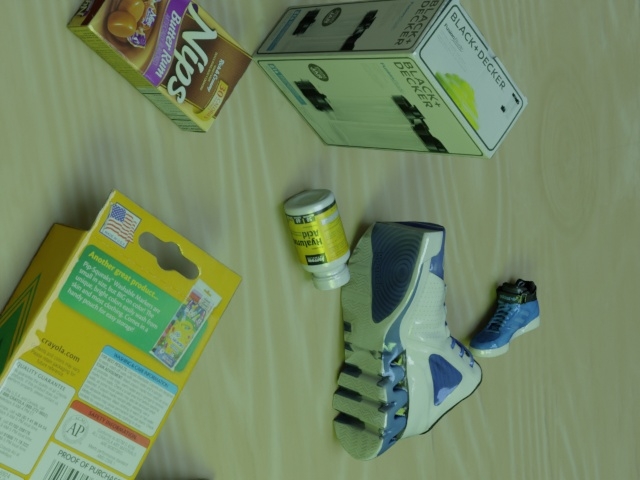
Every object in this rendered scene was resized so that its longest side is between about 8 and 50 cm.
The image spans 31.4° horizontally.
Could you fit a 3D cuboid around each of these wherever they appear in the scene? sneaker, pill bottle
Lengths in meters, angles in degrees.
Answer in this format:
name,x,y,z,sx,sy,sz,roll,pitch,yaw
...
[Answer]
name,x,y,z,sx,sy,sz,roll,pitch,yaw
sneaker,0.263,0.106,1.641,0.152,0.058,0.085,-25,117,-38
sneaker,0.125,0.127,1.508,0.182,0.127,0.316,0,104,-42
pill bottle,0.000,0.000,1.414,0.065,0.065,0.116,-30,114,-31

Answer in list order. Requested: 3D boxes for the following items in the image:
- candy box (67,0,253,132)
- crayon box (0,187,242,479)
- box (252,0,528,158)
name,x,y,z,sx,sy,sz,roll,pitch,yaw
candy box,-0.172,-0.217,1.254,0.186,0.053,0.109,42,70,-36
crayon box,-0.246,0.128,1.226,0.203,0.083,0.323,38,74,-36
box,0.073,-0.186,1.300,0.169,0.290,0.087,48,67,-33
